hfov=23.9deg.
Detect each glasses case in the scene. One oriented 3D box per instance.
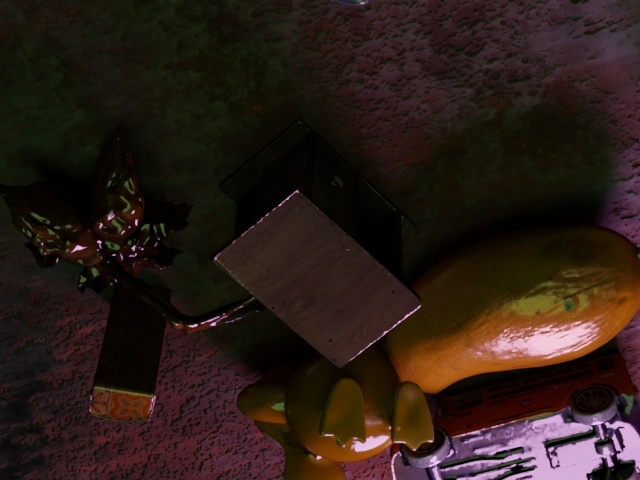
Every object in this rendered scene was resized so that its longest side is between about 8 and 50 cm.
[{"bbox_3d":[-0.231,0.134,1.849,0.075,0.218,0.049,10,122,-6],"label":"glasses case"}]

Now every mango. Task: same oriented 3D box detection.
[{"bbox_3d":[0.229,0.081,1.860,0.359,0.144,0.187,-18,122,16],"label":"mango"}]

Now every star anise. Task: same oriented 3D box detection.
[{"bbox_3d":[-0.220,0.002,1.812,0.346,0.148,0.237,28,120,-5],"label":"star anise"}]

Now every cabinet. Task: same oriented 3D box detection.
[{"bbox_3d":[0.000,0.000,1.792,0.148,0.175,0.215,-39,113,22],"label":"cabinet"}]

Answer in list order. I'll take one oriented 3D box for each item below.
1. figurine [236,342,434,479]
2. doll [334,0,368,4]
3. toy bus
[{"bbox_3d":[0.012,0.213,1.893,0.215,0.215,0.228,27,133,-16],"label":"figurine"},{"bbox_3d":[-0.071,-0.351,1.617,0.316,0.103,0.145,14,103,1],"label":"doll"},{"bbox_3d":[0.255,0.259,1.965,0.329,0.153,0.143,-16,119,8],"label":"toy bus"}]
